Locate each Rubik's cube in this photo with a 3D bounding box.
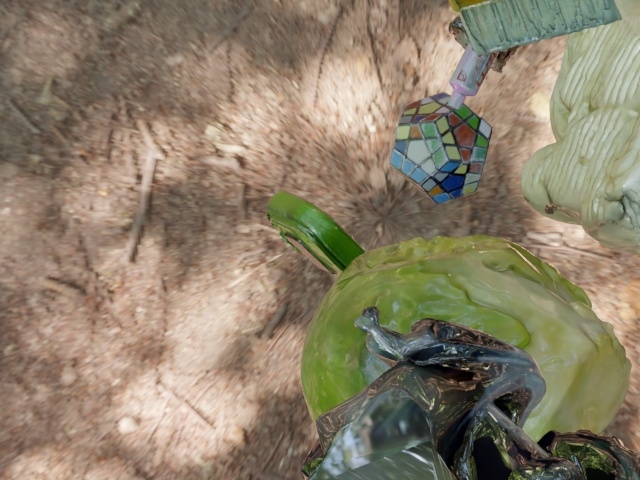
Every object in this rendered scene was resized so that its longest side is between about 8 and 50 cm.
[{"bbox_3d":[0.120,-0.092,1.241,0.093,0.111,0.111,12,92,6],"label":"Rubik's cube"}]

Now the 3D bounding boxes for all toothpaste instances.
[{"bbox_3d":[0.160,-0.196,1.134,0.045,0.028,0.170,28,89,-35],"label":"toothpaste"}]

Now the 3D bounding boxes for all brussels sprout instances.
[{"bbox_3d":[0.139,0.129,1.305,0.344,0.268,0.344,-12,65,27],"label":"brussels sprout"}]

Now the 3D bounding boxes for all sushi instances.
[{"bbox_3d":[0.226,-0.279,1.629,0.094,0.098,0.084,40,83,13],"label":"sushi"}]

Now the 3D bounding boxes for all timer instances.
[{"bbox_3d":[0.000,0.000,1.482,0.047,0.128,0.140,-52,124,-9],"label":"timer"}]

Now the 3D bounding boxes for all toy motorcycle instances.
[{"bbox_3d":[0.007,0.118,0.548,0.270,0.106,0.159,-17,45,4],"label":"toy motorcycle"}]

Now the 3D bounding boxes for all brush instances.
[{"bbox_3d":[0.083,-0.161,0.590,0.082,0.218,0.010,-14,56,17],"label":"brush"}]

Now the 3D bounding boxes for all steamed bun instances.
[{"bbox_3d":[0.419,-0.122,1.505,0.237,0.346,0.394,18,51,-15],"label":"steamed bun"}]
